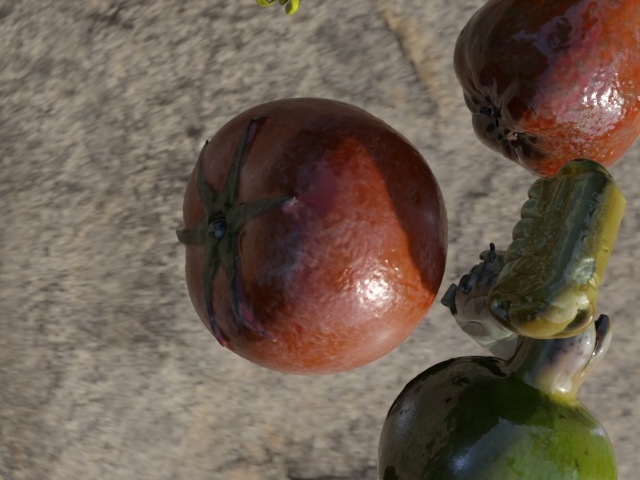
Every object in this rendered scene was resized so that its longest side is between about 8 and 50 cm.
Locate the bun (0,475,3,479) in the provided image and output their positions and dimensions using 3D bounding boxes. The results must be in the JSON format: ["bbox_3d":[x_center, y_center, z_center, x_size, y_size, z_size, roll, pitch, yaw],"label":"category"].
[{"bbox_3d":[-0.383,0.295,1.500,0.326,0.234,0.362,4,50,-56],"label":"bun"}]

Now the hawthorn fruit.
[{"bbox_3d":[0.269,-0.187,1.698,0.262,0.210,0.210,-31,99,-16],"label":"hawthorn fruit"}]

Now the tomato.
[{"bbox_3d":[0.000,0.000,1.600,0.265,0.265,0.264,1,87,-21],"label":"tomato"}]

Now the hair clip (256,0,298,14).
[{"bbox_3d":[-0.004,-0.262,1.387,0.046,0.072,0.173,19,64,18],"label":"hair clip"}]

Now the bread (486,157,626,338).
[{"bbox_3d":[0.105,0.004,0.732,0.033,0.049,0.088,49,48,-37],"label":"bread"}]

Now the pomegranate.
[{"bbox_3d":[0.143,0.152,1.221,0.179,0.210,0.179,25,40,-23],"label":"pomegranate"}]

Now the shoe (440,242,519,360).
[{"bbox_3d":[0.184,0.047,1.610,0.098,0.275,0.103,31,70,2],"label":"shoe"}]
